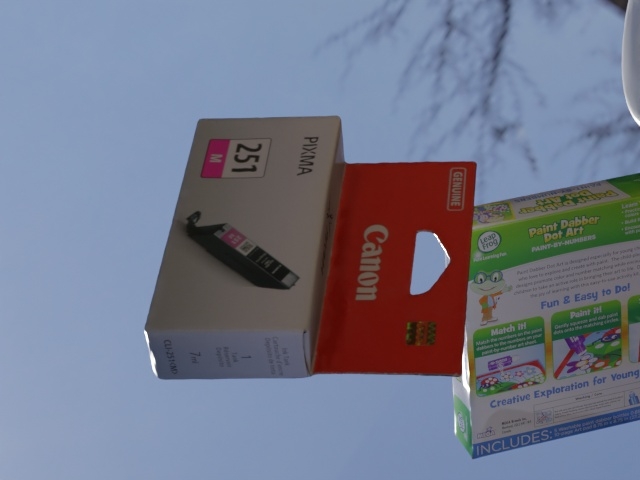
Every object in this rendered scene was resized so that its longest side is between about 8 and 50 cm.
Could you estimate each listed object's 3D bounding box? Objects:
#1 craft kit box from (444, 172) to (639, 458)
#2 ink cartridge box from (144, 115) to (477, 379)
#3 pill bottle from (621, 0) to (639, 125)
[{"bbox_3d":[0.245,0.069,1.796,0.250,0.246,0.061,-11,-152,-13],"label":"craft kit box"},{"bbox_3d":[0.000,0.000,1.515,0.239,0.060,0.275,-1,-140,9],"label":"ink cartridge box"},{"bbox_3d":[0.526,-0.192,1.900,0.392,0.224,0.224,7,-142,-15],"label":"pill bottle"}]
